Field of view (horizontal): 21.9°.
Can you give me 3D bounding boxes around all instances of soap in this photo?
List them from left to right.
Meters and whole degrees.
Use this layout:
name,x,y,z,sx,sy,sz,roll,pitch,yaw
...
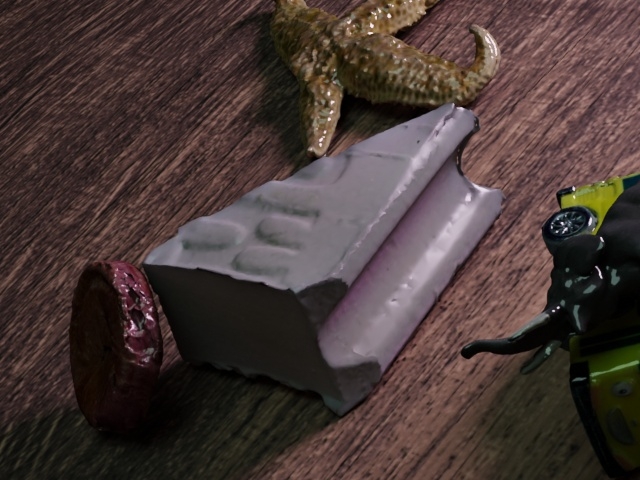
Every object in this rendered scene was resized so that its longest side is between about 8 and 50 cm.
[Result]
name,x,y,z,sx,sy,sz,roll,pitch,yaw
soap,0.000,0.000,1.671,0.258,0.159,0.302,8,46,43

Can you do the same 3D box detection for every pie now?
name,x,y,z,sx,sy,sz,roll,pitch,yaw
pie,-0.207,0.107,1.669,0.049,0.182,0.182,0,22,-30

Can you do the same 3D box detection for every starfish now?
name,x,y,z,sx,sy,sz,roll,pitch,yaw
starfish,0.070,-0.265,2.034,0.324,0.082,0.432,-24,32,12

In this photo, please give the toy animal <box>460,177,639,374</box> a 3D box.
name,x,y,z,sx,sy,sz,roll,pitch,yaw
toy animal,0.247,0.029,1.296,0.269,0.082,0.137,-39,32,-14

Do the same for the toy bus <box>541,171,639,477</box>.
name,x,y,z,sx,sy,sz,roll,pitch,yaw
toy bus,0.279,0.063,1.415,0.150,0.128,0.262,-16,35,17
